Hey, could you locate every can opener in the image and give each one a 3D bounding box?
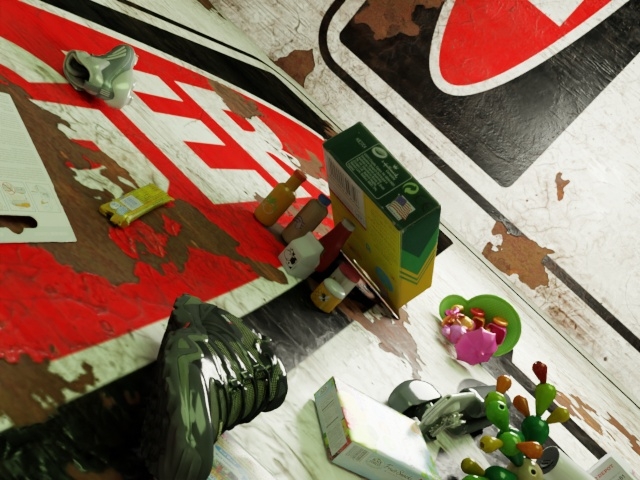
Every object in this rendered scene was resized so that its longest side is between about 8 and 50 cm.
[{"bbox_3d":[0.198,0.231,0.948,0.280,0.074,0.093,19,27,-54],"label":"can opener"}]

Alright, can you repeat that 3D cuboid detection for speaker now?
[{"bbox_3d":[0.409,0.391,1.059,0.136,0.055,0.055,39,16,-7],"label":"speaker"}]

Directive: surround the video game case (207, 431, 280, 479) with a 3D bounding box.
[{"bbox_3d":[-0.053,0.221,0.494,0.157,0.019,0.143,42,16,3],"label":"video game case"}]

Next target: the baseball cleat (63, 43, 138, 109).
[{"bbox_3d":[-0.340,-0.275,1.032,0.109,0.072,0.206,24,19,-31],"label":"baseball cleat"}]

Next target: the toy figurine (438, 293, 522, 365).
[{"bbox_3d":[0.288,0.175,1.277,0.173,0.130,0.159,24,19,21],"label":"toy figurine"}]

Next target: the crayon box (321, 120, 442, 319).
[{"bbox_3d":[0.100,-0.021,1.102,0.202,0.081,0.319,51,-15,27],"label":"crayon box"}]

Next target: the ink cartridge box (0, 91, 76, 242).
[{"bbox_3d":[-0.323,-0.067,0.616,0.179,0.045,0.145,64,20,9],"label":"ink cartridge box"}]

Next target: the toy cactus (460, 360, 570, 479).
[{"bbox_3d":[0.268,0.281,0.873,0.219,0.112,0.181,-44,119,-43],"label":"toy cactus"}]

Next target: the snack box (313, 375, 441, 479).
[{"bbox_3d":[0.063,0.220,0.731,0.141,0.037,0.100,34,19,-26],"label":"snack box"}]

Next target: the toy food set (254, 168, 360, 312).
[{"bbox_3d":[0.000,0.000,1.036,0.111,0.104,0.232,24,24,-47],"label":"toy food set"}]

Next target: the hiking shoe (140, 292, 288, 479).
[{"bbox_3d":[-0.077,0.114,0.539,0.114,0.086,0.227,15,20,-12],"label":"hiking shoe"}]

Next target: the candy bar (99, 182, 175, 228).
[{"bbox_3d":[-0.219,-0.047,0.806,0.040,0.018,0.161,37,17,-3],"label":"candy bar"}]

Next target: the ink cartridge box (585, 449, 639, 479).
[{"bbox_3d":[0.504,0.430,1.112,0.122,0.088,0.052,48,20,24],"label":"ink cartridge box"}]
